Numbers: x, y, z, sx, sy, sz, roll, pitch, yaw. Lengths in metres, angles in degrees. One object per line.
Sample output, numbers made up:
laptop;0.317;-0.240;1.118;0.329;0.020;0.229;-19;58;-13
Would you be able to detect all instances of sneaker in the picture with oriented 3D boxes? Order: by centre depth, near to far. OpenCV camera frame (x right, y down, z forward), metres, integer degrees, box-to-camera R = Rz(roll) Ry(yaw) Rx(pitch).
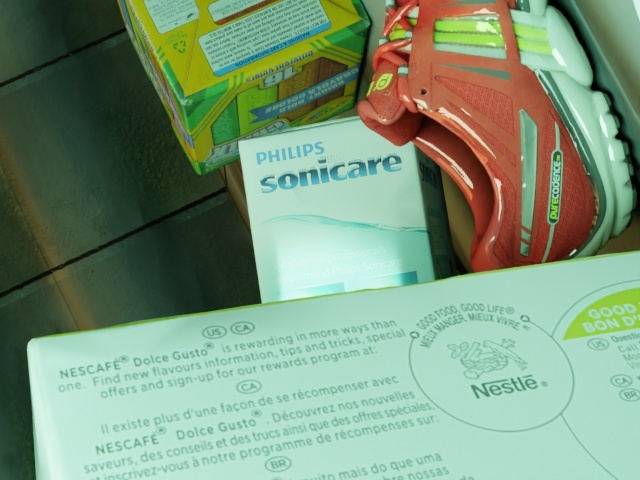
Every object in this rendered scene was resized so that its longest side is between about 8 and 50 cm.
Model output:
sneaker;0.067;-0.107;0.674;0.279;0.118;0.107;64;172;4

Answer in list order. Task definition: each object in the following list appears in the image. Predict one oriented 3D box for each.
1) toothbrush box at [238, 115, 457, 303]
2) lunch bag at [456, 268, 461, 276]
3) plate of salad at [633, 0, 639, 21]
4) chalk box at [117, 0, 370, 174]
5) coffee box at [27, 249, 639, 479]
toothbrush box;0.041;0.068;0.926;0.216;0.126;0.296;12;-112;-79
lunch bag;0.076;0.154;1.218;0.305;0.212;0.256;79;180;-61
plate of salad;0.158;-0.073;0.439;0.200;0.048;0.200;-24;-90;-87
chalk box;-0.077;-0.189;1.187;0.179;0.180;0.289;63;174;11
coffee box;0.072;0.241;0.536;0.338;0.338;0.334;99;156;-43
